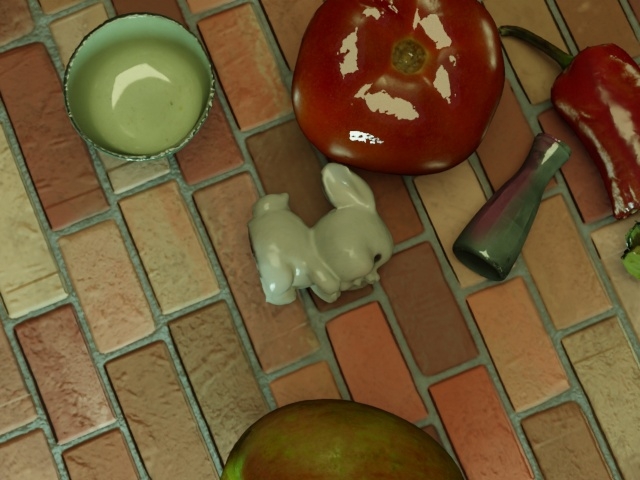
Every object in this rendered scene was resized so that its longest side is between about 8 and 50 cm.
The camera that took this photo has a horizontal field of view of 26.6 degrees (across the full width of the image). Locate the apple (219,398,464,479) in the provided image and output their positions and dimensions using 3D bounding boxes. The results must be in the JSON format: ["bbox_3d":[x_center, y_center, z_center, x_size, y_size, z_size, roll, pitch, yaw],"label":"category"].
[{"bbox_3d":[0.021,0.366,1.683,0.339,0.339,0.339,0,79,-1],"label":"apple"}]

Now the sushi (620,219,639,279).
[{"bbox_3d":[0.551,-0.011,1.867,0.291,0.139,0.131,-19,70,-12],"label":"sushi"}]

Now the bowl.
[{"bbox_3d":[-0.249,-0.201,1.891,0.211,0.112,0.211,0,79,-2],"label":"bowl"}]

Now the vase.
[{"bbox_3d":[0.274,-0.052,1.888,0.086,0.086,0.214,33,77,5],"label":"vase"}]

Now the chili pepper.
[{"bbox_3d":[0.395,-0.203,1.891,0.134,0.131,0.338,-25,79,-15],"label":"chili pepper"}]

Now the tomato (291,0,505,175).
[{"bbox_3d":[0.102,-0.216,1.839,0.298,0.226,0.298,3,79,-14],"label":"tomato"}]

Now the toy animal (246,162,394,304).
[{"bbox_3d":[-0.007,-0.004,1.851,0.193,0.127,0.178,-23,79,-2],"label":"toy animal"}]
